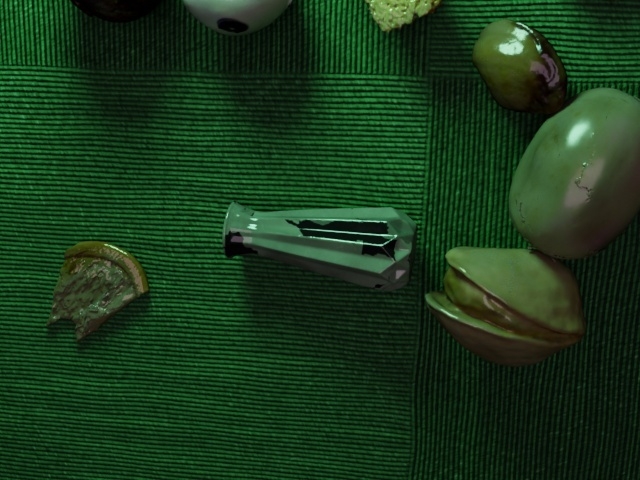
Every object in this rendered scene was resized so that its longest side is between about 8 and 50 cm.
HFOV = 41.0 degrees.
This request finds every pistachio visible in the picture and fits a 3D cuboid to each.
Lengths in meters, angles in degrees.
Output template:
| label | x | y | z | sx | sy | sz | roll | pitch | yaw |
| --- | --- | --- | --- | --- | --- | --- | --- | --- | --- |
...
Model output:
| label | x | y | z | sx | sy | sz | roll | pitch | yaw |
| --- | --- | --- | --- | --- | --- | --- | --- | --- | --- |
| pistachio | 0.343 | 0.117 | 1.567 | 0.321 | 0.238 | 0.229 | 17 | 101 | -27 |
| pistachio | 0.356 | -0.302 | 1.509 | 0.210 | 0.130 | 0.165 | 52 | 152 | 31 |

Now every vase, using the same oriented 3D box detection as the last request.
| label | x | y | z | sx | sy | sz | roll | pitch | yaw |
| --- | --- | --- | --- | --- | --- | --- | --- | --- | --- |
| vase | 0.000 | 0.000 | 1.637 | 0.360 | 0.165 | 0.165 | 8 | 104 | 11 |

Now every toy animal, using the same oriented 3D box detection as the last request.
| label | x | y | z | sx | sy | sz | roll | pitch | yaw |
| --- | --- | --- | --- | --- | --- | --- | --- | --- | --- |
| toy animal | -0.165 | -0.501 | 1.521 | 0.212 | 0.212 | 0.267 | -18 | 111 | 12 |

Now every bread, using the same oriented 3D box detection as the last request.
| label | x | y | z | sx | sy | sz | roll | pitch | yaw |
| --- | --- | --- | --- | --- | --- | --- | --- | --- | --- |
| bread | 0.117 | -0.483 | 1.510 | 0.143 | 0.139 | 0.229 | -28 | 97 | 16 |

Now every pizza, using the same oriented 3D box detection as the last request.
| label | x | y | z | sx | sy | sz | roll | pitch | yaw |
| --- | --- | --- | --- | --- | --- | --- | --- | --- | --- |
| pizza | -0.489 | 0.107 | 1.792 | 0.262 | 0.034 | 0.181 | -43 | 94 | 15 |

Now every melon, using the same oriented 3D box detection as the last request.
| label | x | y | z | sx | sy | sz | roll | pitch | yaw |
| --- | --- | --- | --- | --- | --- | --- | --- | --- | --- |
| melon | 0.461 | -0.111 | 1.498 | 0.223 | 0.223 | 0.317 | 29 | 100 | 1 |

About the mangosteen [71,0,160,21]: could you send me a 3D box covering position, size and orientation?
| label | x | y | z | sx | sy | sz | roll | pitch | yaw |
| --- | --- | --- | --- | --- | --- | --- | --- | --- | --- |
| mangosteen | -0.364 | -0.538 | 1.540 | 0.231 | 0.231 | 0.289 | 27 | 84 | 2 |
